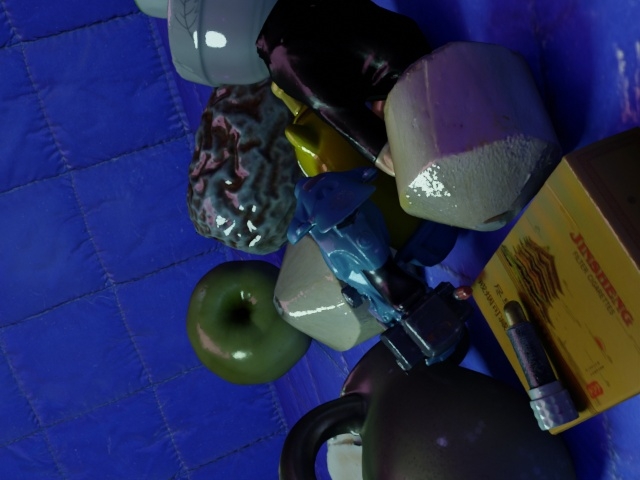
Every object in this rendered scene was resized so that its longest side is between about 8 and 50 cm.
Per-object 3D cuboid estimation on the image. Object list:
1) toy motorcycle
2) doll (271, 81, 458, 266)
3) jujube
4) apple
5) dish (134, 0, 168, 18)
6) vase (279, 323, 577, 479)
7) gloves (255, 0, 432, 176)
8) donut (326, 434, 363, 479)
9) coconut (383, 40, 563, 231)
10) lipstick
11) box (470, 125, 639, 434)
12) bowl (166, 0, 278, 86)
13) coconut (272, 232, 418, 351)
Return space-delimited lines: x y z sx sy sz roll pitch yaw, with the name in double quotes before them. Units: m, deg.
"toy motorcycle" 0.061 0.023 0.802 0.272 0.123 0.182 49 171 7
"doll" 0.046 -0.096 0.942 0.145 0.199 0.363 -56 50 30
"jujube" -0.101 -0.133 1.181 0.317 0.226 0.226 -68 25 9
"apple" -0.193 0.227 1.961 0.357 0.357 0.357 160 90 -76
"dish" -0.164 -0.484 1.105 0.324 0.124 0.324 23 -90 -88
"vase" 0.108 0.251 0.859 0.302 0.329 0.241 -123 32 -42
"gloves" 0.064 -0.159 0.780 0.152 0.197 0.301 -32 104 37
"donut" 0.166 0.410 1.132 0.382 0.142 0.383 39 146 33
"coconut" 0.135 -0.082 0.635 0.147 0.147 0.153 109 151 -69
"lipstick" 0.191 0.108 0.642 0.037 0.037 0.116 115 136 -71
"box" 0.234 0.054 0.623 0.174 0.076 0.274 62 165 21
"bowl" -0.087 -0.343 0.998 0.287 0.143 0.287 19 -90 -83
"coconut" 0.031 0.067 1.108 0.202 0.222 0.202 53 153 41
